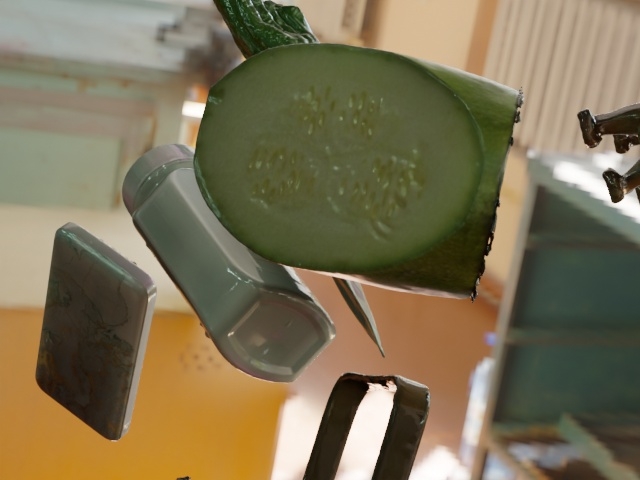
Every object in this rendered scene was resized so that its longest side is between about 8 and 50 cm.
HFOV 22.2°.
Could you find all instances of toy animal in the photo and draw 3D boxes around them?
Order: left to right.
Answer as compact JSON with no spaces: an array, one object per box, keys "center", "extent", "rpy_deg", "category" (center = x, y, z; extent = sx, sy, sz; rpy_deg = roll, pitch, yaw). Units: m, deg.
[{"center":[0.358,-0.095,1.623],"extent":[0.157,0.097,0.312],"rpy_deg":[-14,-9,23],"category":"toy animal"}]

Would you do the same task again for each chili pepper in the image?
[{"center":[-0.065,-0.259,1.968],"extent":[0.099,0.083,0.253],"rpy_deg":[-26,80,-49],"category":"chili pepper"}]

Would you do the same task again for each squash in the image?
[{"center":[0.017,-0.063,1.292],"extent":[0.260,0.189,0.189],"rpy_deg":[14,15,3],"category":"squash"}]

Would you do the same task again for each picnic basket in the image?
[{"center":[0.004,0.273,1.459],"extent":[0.291,0.321,0.254],"rpy_deg":[20,-7,-9],"category":"picnic basket"}]

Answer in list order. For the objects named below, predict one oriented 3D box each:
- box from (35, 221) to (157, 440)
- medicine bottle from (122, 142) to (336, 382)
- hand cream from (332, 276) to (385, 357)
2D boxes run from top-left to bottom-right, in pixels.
[{"center":[-0.268,0.112,1.926],"extent":[0.142,0.285,0.044],"rpy_deg":[33,45,17],"category":"box"},{"center":[-0.108,0.016,1.712],"extent":[0.161,0.111,0.296],"rpy_deg":[36,12,-45],"category":"medicine bottle"},{"center":[0.000,0.000,1.634],"extent":[0.067,0.109,0.321],"rpy_deg":[-26,29,1],"category":"hand cream"}]
